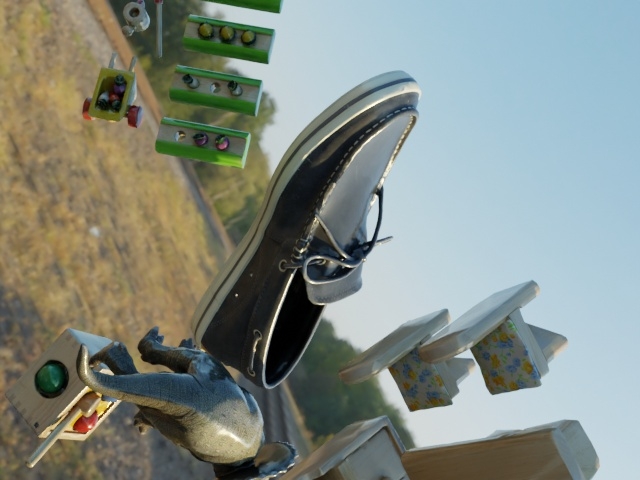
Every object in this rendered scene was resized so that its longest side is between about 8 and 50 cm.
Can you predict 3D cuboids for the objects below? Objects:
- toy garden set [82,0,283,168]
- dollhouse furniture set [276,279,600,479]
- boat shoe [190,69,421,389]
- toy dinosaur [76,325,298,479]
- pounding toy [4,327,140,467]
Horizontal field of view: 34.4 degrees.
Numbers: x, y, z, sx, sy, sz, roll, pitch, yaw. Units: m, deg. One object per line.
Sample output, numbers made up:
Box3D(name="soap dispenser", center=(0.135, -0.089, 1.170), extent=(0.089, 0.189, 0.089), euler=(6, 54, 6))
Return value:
Box3D(name="toy garden set", center=(-0.165, -0.225, 1.238), extent=(0.049, 0.203, 0.244), euler=(75, 26, -77))
Box3D(name="dollhouse furniture set", center=(0.107, 0.293, 1.091), extent=(0.394, 0.256, 0.362), euler=(-24, -85, 50))
Box3D(name="boat shoe", center=(0.000, 0.000, 1.338), extent=(0.156, 0.500, 0.186), euler=(45, 31, 21))
Box3D(name="toy dinosaur", center=(-0.106, 0.148, 0.915), extent=(0.160, 0.121, 0.313), euler=(26, -26, 28))
Box3D(name="pounding toy", center=(-0.295, 0.188, 1.220), extent=(0.100, 0.130, 0.141), euler=(44, 2, 20))
